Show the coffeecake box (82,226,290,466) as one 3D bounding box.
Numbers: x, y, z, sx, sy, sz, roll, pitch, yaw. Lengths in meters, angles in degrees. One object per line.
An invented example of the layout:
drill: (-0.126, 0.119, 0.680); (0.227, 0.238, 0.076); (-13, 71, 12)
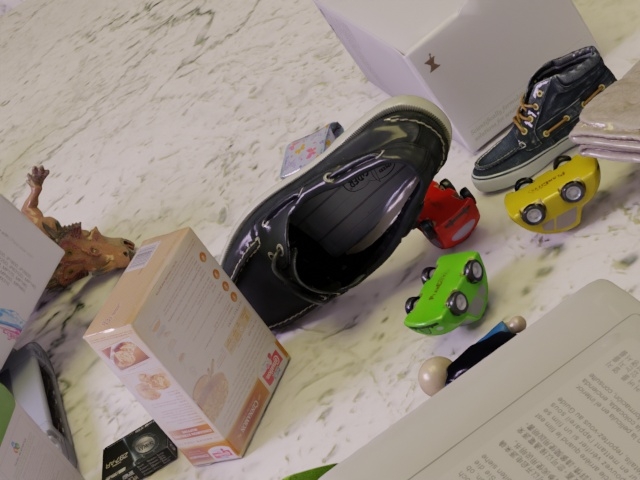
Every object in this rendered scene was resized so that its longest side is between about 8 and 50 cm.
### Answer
coffeecake box: (-0.126, 0.105, 1.447); (0.068, 0.185, 0.142); (-16, 32, 35)

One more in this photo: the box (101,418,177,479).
box: (-0.187, 0.220, 1.521); (0.083, 0.018, 0.067); (-31, 26, 10)

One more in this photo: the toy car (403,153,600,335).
toy car: (0.148, 0.016, 1.413); (0.239, 0.053, 0.225); (-11, 36, 43)

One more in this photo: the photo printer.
photo printer: (0.147, 0.191, 0.912); (0.307, 0.107, 0.256); (-34, 54, -20)

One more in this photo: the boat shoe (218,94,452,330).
boat shoe: (0.004, 0.002, 1.474); (0.340, 0.127, 0.113); (-39, 24, 28)

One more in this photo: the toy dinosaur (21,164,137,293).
toy dinosaur: (-0.400, 0.037, 1.980); (0.296, 0.127, 0.200); (-37, 32, 11)

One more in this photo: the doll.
doll: (0.154, 0.114, 1.249); (0.189, 0.046, 0.129); (-5, 39, 46)

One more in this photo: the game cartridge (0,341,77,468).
game cartridge: (-0.384, 0.240, 1.694); (0.198, 0.062, 0.297); (-40, 26, 2)

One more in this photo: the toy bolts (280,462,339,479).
toy bolts: (0.071, 0.233, 1.113); (0.228, 0.158, 0.218); (-27, -15, 39)

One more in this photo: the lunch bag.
lunch bag: (-0.004, -0.102, 1.797); (0.071, 0.053, 0.083); (-24, 38, 29)

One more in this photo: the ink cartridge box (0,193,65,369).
ink cartridge box: (-0.473, 0.108, 1.772); (0.226, 0.131, 0.306); (-11, 43, 44)

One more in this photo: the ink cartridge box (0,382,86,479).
ink cartridge box: (-0.324, 0.220, 1.470); (0.062, 0.209, 0.109); (-24, 28, 20)

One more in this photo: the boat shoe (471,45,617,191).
boat shoe: (0.223, -0.127, 1.523); (0.183, 0.083, 0.065); (-31, 26, 11)

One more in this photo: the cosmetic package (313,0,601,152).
cosmetic package: (0.148, -0.261, 1.757); (0.197, 0.155, 0.365); (-37, 26, -1)

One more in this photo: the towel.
towel: (0.380, -0.151, 1.373); (0.282, 0.049, 0.187); (-38, 31, -25)
